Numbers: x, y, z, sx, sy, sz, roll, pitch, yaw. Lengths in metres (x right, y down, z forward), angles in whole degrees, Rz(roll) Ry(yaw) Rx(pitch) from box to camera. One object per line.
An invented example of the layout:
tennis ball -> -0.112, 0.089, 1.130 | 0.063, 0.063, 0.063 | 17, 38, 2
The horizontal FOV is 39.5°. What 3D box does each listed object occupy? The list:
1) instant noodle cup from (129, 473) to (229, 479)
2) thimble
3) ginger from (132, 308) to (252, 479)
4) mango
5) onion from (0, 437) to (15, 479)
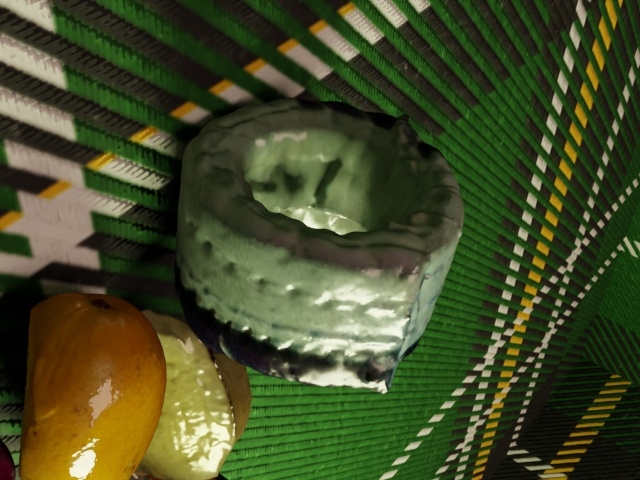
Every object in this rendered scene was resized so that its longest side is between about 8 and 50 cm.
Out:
instant noodle cup -> -0.145, 0.314, 0.872 | 0.125, 0.208, 0.177 | -50, -177, 13
thimble -> 0.000, 0.000, 0.710 | 0.237, 0.237, 0.150 | -35, 146, -42
ginger -> -0.119, 0.117, 0.799 | 0.122, 0.115, 0.193 | -65, 157, -49
mango -> -0.170, 0.131, 0.669 | 0.141, 0.102, 0.217 | -92, -167, -46
onion -> -0.248, 0.183, 0.600 | 0.115, 0.104, 0.115 | -57, 175, -8
